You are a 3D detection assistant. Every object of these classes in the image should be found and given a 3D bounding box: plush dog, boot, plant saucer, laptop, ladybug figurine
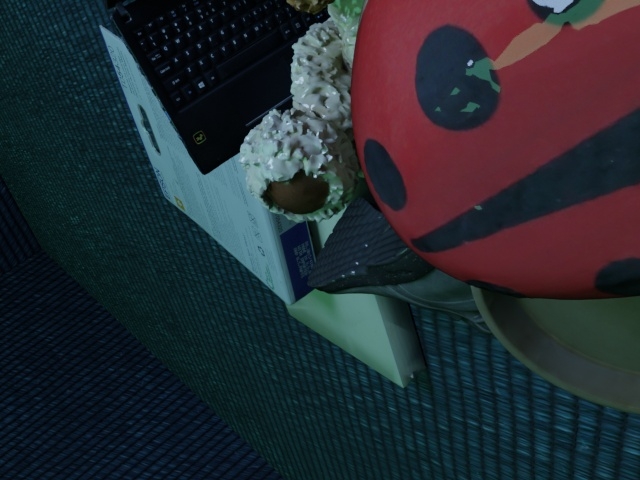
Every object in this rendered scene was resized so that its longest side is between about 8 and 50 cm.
[{"bbox_3d":[0.065,-0.151,0.722,0.211,0.262,0.225,-109,31,-43],"label":"plush dog"},{"bbox_3d":[0.128,0.051,0.958,0.222,0.118,0.338,30,172,-15],"label":"boot"},{"bbox_3d":[0.257,0.040,0.717,0.278,0.041,0.278,17,138,17],"label":"plant saucer"},{"bbox_3d":[-0.055,-0.229,0.788,0.136,0.234,0.264,7,129,60],"label":"laptop"},{"bbox_3d":[0.174,-0.090,0.480,0.305,0.162,0.449,41,140,-12],"label":"ladybug figurine"}]

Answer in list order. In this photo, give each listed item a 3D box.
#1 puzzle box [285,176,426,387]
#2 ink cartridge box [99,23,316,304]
[{"bbox_3d":[0.000,0.000,1.252,0.272,0.052,0.409,29,148,44],"label":"puzzle box"},{"bbox_3d":[-0.144,-0.114,1.208,0.330,0.071,0.324,39,154,37],"label":"ink cartridge box"}]
